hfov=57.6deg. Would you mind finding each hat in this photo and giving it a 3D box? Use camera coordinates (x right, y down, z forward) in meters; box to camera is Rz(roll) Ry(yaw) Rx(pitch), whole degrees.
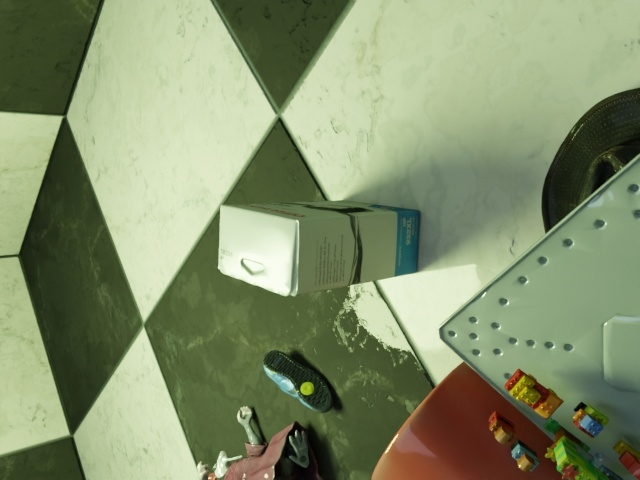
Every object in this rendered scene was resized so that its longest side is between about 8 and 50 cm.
[{"bbox_3d":[0.406,-0.037,0.755,0.331,0.134,0.331,8,101,48],"label":"hat"}]

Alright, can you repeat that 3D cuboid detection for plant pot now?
[{"bbox_3d":[0.253,0.357,0.888,0.243,0.275,0.274,39,122,27],"label":"plant pot"}]

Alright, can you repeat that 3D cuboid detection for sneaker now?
[{"bbox_3d":[-0.048,0.336,1.357,0.209,0.069,0.082,30,149,32],"label":"sneaker"}]

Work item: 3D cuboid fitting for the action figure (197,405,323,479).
[{"bbox_3d":[-0.143,0.574,1.426,0.370,0.248,0.275,-30,99,44],"label":"action figure"}]

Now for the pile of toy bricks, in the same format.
[{"bbox_3d":[0.312,0.267,0.723,0.212,0.105,0.118,35,105,7],"label":"pile of toy bricks"}]

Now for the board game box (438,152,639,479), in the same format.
[{"bbox_3d":[0.410,0.131,0.713,0.390,0.050,0.390,42,128,4],"label":"board game box"}]

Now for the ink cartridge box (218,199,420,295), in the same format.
[{"bbox_3d":[0.000,0.000,1.073,0.223,0.308,0.129,13,104,46],"label":"ink cartridge box"}]
